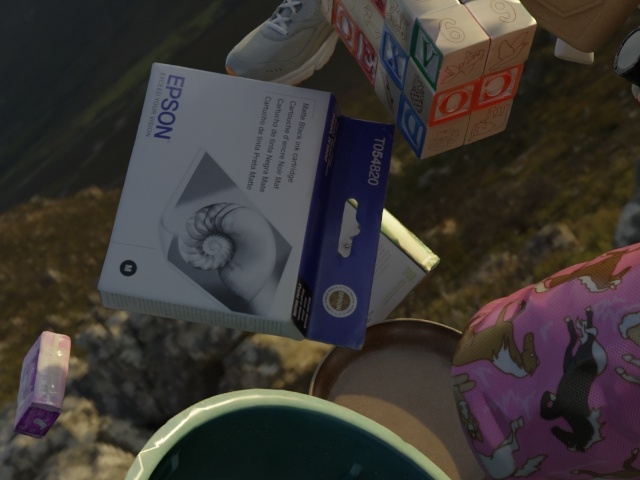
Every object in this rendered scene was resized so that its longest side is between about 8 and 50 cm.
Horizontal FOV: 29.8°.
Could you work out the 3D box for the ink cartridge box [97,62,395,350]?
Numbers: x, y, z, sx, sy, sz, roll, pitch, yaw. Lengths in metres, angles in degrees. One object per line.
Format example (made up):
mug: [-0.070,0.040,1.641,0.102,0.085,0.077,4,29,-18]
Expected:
ink cartridge box: [-0.056,-0.032,1.023,0.045,0.224,0.223,102,177,-67]

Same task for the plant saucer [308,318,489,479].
plant saucer: [0.133,0.256,1.730,0.310,0.310,0.050,-53,-14,-32]

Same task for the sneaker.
sneaker: [-0.008,-0.278,1.372,0.262,0.121,0.099,-37,51,-15]

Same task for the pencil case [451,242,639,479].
pencil case: [0.262,0.056,0.702,0.386,0.167,0.160,-23,10,36]

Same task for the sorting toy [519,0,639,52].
sorting toy: [0.201,-0.268,1.151,0.307,0.229,0.041,-55,9,45]

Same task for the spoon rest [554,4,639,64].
spoon rest: [0.369,-0.283,1.385,0.276,0.137,0.084,158,118,-64]

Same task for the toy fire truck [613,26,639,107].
toy fire truck: [0.382,-0.177,1.112,0.217,0.158,0.246,-56,20,28]

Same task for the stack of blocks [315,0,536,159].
stack of blocks: [0.062,-0.238,1.014,0.087,0.297,0.171,-20,-31,-16]

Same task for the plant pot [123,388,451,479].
plant pot: [-0.070,0.331,0.788,0.334,0.341,0.341,-46,14,31]

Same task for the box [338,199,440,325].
box: [0.000,0.000,1.889,0.232,0.322,0.058,-50,-4,39]

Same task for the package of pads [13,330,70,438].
package of pads: [-0.241,0.124,1.045,0.050,0.032,0.083,-52,29,36]
